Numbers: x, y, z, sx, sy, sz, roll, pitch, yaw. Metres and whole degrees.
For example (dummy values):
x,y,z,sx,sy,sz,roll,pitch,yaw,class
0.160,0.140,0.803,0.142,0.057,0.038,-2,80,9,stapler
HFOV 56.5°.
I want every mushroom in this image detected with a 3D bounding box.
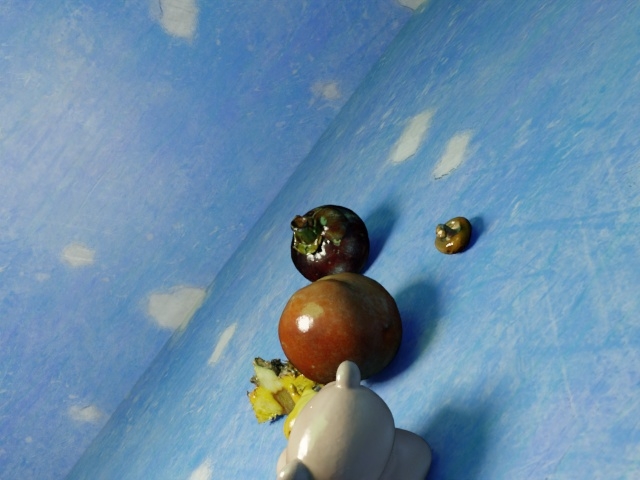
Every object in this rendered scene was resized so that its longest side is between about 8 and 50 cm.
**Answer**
x,y,z,sx,sy,sz,roll,pitch,yaw,class
0.276,-0.006,1.263,0.088,0.073,0.129,-25,-4,29,mushroom

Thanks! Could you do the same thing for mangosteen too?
x,y,z,sx,sy,sz,roll,pitch,yaw,class
0.000,0.000,1.608,0.231,0.289,0.231,-17,61,34,mangosteen

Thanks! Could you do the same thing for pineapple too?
x,y,z,sx,sy,sz,roll,pitch,yaw,class
-0.104,0.326,1.472,0.250,0.164,0.140,-45,12,33,pineapple

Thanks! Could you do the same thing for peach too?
x,y,z,sx,sy,sz,roll,pitch,yaw,class
0.047,0.183,1.228,0.252,0.252,0.252,-46,20,22,peach

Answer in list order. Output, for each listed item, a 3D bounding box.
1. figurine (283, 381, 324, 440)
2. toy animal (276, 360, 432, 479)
x,y,z,sx,sy,sz,roll,pitch,yaw,class
-0.014,0.368,1.237,0.246,0.131,0.156,-156,65,-83,figurine
0.056,0.344,0.933,0.210,0.221,0.229,-55,-12,-28,toy animal
